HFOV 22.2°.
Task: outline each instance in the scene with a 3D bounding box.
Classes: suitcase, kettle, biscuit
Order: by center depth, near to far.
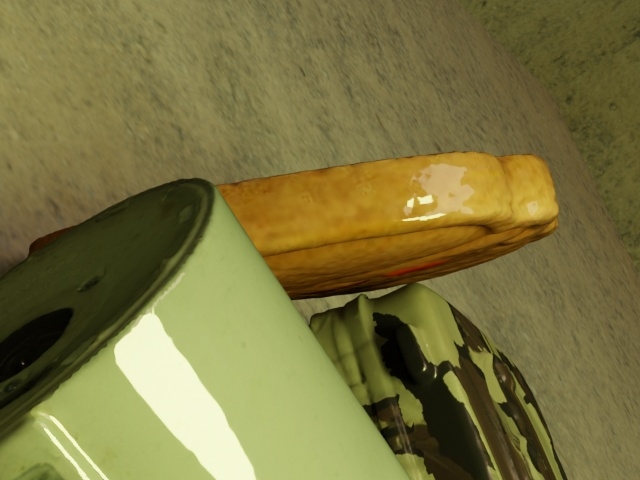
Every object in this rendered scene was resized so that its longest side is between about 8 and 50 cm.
[{"bbox_3d":[-0.045,0.203,0.822,0.377,0.250,0.361,54,5,-19],"label":"kettle"},{"bbox_3d":[0.000,0.001,1.139,0.455,0.349,0.078,1,75,-67],"label":"biscuit"},{"bbox_3d":[0.103,0.238,1.252,0.339,0.194,0.351,39,29,-58],"label":"suitcase"}]
